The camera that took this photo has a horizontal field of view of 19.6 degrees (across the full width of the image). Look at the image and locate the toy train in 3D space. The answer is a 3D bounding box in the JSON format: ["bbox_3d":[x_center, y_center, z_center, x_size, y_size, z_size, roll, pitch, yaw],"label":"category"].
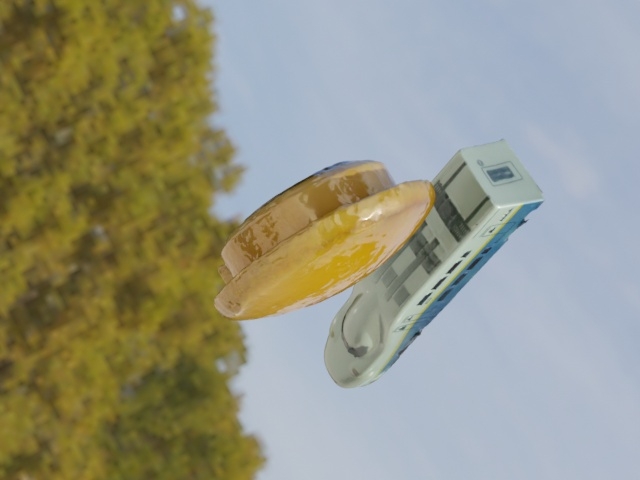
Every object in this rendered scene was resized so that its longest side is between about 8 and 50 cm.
[{"bbox_3d":[0.054,0.028,1.193,0.234,0.051,0.052,-50,-118,40],"label":"toy train"}]

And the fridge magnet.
[{"bbox_3d":[0.000,0.000,1.060,0.063,0.143,0.143,59,-17,9],"label":"fridge magnet"}]
